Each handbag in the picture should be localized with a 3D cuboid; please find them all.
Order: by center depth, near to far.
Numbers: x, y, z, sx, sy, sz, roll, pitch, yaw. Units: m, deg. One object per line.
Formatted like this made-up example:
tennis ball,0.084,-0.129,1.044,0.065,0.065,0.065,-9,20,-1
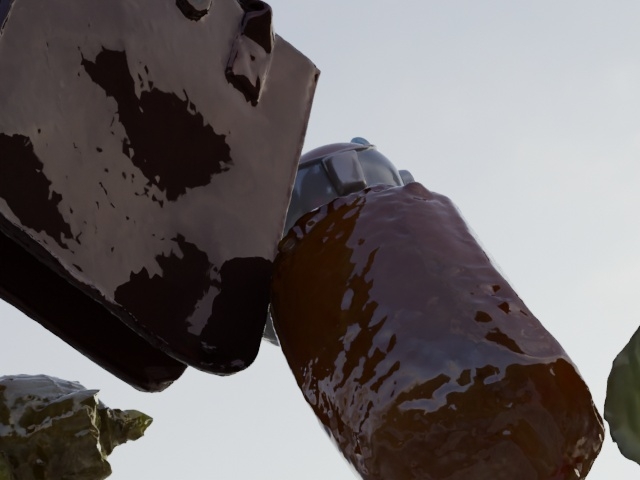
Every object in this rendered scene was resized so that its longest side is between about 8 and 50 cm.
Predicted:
handbag,-0.126,-0.073,1.165,0.084,0.275,0.260,-18,-45,40

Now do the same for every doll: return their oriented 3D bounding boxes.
doll,0.000,0.000,1.420,0.151,0.151,0.287,1,-13,-9

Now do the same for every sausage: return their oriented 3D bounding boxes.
sausage,0.065,0.074,1.107,0.141,0.268,0.153,-36,-51,3

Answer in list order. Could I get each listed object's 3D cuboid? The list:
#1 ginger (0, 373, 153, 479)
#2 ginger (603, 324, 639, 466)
ginger,-0.223,0.149,1.328,0.216,0.102,0.157,-15,3,-18
ginger,0.325,0.053,1.008,0.354,0.126,0.190,-13,-23,-1
